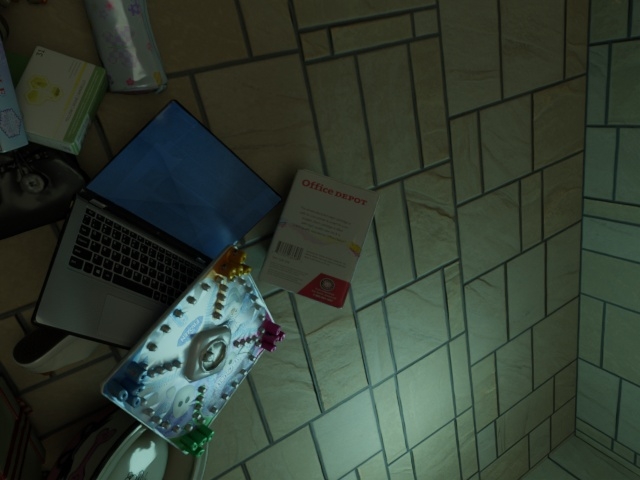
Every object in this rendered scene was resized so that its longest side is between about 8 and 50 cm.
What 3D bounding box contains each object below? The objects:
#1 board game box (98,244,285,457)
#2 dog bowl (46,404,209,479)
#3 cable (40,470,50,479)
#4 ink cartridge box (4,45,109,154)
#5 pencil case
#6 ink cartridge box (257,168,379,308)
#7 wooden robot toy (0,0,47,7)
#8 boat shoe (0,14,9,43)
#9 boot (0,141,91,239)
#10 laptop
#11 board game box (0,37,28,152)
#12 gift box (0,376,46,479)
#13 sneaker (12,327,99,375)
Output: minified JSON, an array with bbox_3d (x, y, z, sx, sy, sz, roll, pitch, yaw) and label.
[{"bbox_3d":[-0.249,0.270,0.977,0.389,0.050,0.389,-53,146,-31],"label":"board game box"},{"bbox_3d":[-0.446,0.562,0.970,0.408,0.151,0.407,10,90,-67],"label":"dog bowl"},{"bbox_3d":[-0.704,0.654,1.003,0.184,0.047,0.150,-47,132,-26],"label":"cable"},{"bbox_3d":[-0.536,-0.271,0.757,0.235,0.056,0.171,16,71,-14],"label":"ink cartridge box"},{"bbox_3d":[-0.391,-0.432,0.834,0.124,0.113,0.272,-10,110,-12],"label":"pencil case"},{"bbox_3d":[0.000,0.000,1.088,0.226,0.131,0.305,20,81,6],"label":"ink cartridge box"},{"bbox_3d":[-0.548,-0.460,0.766,0.079,0.076,0.173,31,88,-43],"label":"wooden robot toy"},{"bbox_3d":[-0.669,-0.387,0.673,0.258,0.095,0.095,18,56,-24],"label":"boat shoe"},{"bbox_3d":[-0.652,-0.002,0.806,0.445,0.146,0.366,-30,119,-24],"label":"boot"},{"bbox_3d":[-0.289,0.015,0.879,0.382,0.237,0.407,41,42,-50],"label":"laptop"},{"bbox_3d":[-0.653,-0.303,0.632,0.319,0.066,0.317,4,115,2],"label":"board game box"},{"bbox_3d":[-0.718,0.470,0.821,0.255,0.258,0.276,-17,112,-25],"label":"gift box"},{"bbox_3d":[-0.530,0.195,0.965,0.290,0.106,0.123,-35,152,-25],"label":"sneaker"}]
